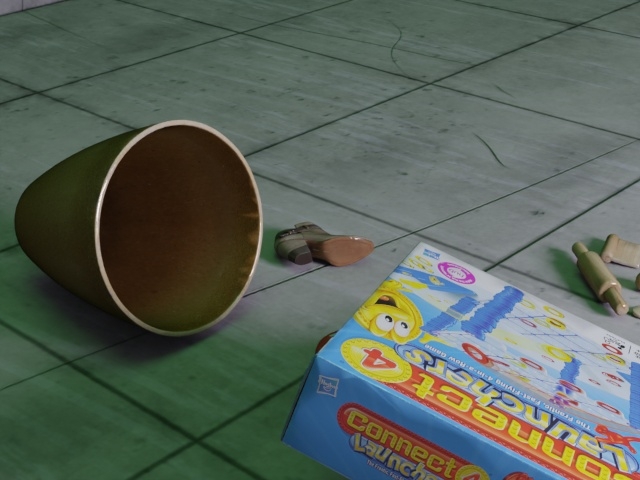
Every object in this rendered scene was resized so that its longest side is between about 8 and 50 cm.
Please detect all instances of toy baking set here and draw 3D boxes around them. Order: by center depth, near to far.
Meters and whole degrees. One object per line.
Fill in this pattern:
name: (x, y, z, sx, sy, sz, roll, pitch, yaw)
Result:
toy baking set: (0.415, 0.047, 1.371, 0.196, 0.030, 0.256, -2, 26, -2)

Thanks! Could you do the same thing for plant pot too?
plant pot: (-0.238, -0.017, 1.345, 0.254, 0.237, 0.237, 3, 22, 44)

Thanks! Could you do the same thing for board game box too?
board game box: (0.165, 0.143, 0.977, 0.308, 0.086, 0.302, 26, 24, 11)

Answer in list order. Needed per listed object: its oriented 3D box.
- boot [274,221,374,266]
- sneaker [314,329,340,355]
boot: (0.000, 0.000, 1.468, 0.118, 0.042, 0.087, -7, 25, -13)
sneaker: (0.093, 0.112, 1.216, 0.221, 0.087, 0.128, 6, 16, -14)
